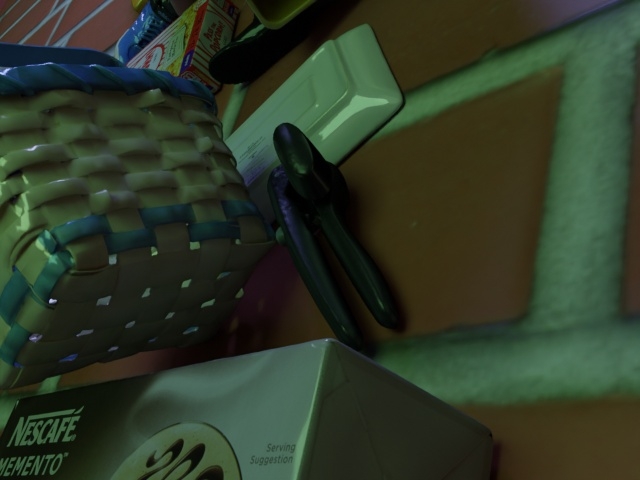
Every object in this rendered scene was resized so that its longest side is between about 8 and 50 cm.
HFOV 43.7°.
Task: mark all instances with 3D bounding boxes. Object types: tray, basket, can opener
[{"bbox_3d":[-0.051,-0.069,0.679,0.270,0.030,0.145,-41,35,21],"label":"tray"},{"bbox_3d":[-0.195,-0.049,0.575,0.201,0.255,0.288,-49,63,35],"label":"basket"},{"bbox_3d":[0.000,0.000,0.524,0.059,0.073,0.186,-35,45,15],"label":"can opener"}]

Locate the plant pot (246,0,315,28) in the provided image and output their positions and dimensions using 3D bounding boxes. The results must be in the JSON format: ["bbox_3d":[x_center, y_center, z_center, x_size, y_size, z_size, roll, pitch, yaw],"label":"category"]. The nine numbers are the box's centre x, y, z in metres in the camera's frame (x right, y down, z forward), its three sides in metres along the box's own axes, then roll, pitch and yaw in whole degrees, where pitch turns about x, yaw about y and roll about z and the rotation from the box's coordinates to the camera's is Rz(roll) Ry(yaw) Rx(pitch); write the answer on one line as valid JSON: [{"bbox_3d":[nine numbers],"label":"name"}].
[{"bbox_3d":[-0.034,-0.360,0.741,0.212,0.212,0.187,-35,28,8],"label":"plant pot"}]

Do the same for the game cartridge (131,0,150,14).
[{"bbox_3d":[-0.196,-0.516,1.264,0.323,0.053,0.285,-46,33,11],"label":"game cartridge"}]

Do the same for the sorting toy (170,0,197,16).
[{"bbox_3d":[-0.177,-0.427,1.035,0.038,0.193,0.208,9,62,24],"label":"sorting toy"}]

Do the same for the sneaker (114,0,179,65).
[{"bbox_3d":[-0.226,-0.289,1.084,0.085,0.058,0.152,-30,32,48],"label":"sneaker"}]

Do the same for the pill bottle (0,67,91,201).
[{"bbox_3d":[-0.317,-0.109,0.842,0.153,0.265,0.153,-34,37,31],"label":"pill bottle"}]

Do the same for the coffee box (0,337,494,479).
[{"bbox_3d":[-0.075,0.165,0.407,0.297,0.119,0.168,-17,49,44],"label":"coffee box"}]

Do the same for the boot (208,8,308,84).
[{"bbox_3d":[-0.061,-0.223,0.820,0.121,0.045,0.099,-27,43,26],"label":"boot"}]

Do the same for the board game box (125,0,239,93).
[{"bbox_3d":[-0.185,-0.195,0.957,0.194,0.045,0.146,-29,40,35],"label":"board game box"}]
